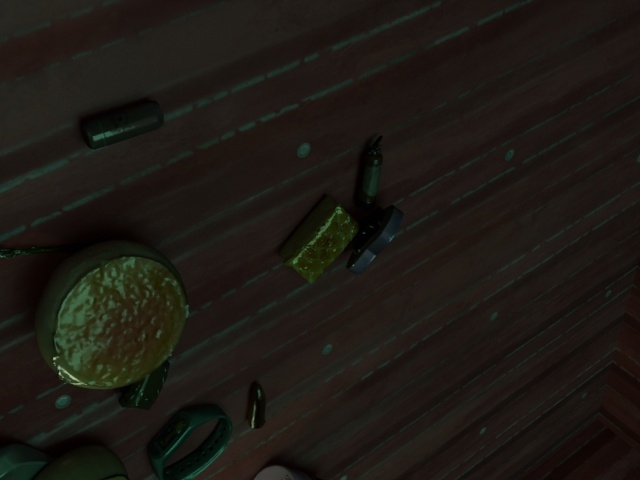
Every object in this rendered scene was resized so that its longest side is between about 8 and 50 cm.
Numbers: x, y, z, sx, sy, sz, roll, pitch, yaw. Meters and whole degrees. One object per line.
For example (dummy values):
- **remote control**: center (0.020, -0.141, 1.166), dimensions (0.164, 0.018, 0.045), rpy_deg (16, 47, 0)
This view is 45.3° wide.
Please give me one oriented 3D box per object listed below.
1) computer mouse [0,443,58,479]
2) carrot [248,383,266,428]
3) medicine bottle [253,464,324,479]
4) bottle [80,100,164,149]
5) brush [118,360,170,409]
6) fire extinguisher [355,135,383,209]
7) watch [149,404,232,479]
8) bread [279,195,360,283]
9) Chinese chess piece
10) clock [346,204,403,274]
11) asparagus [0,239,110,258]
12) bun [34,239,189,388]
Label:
- **computer mouse**: center (-0.646, 0.487, 1.606), dimensions (0.128, 0.079, 0.231), rpy_deg (-45, 157, -8)
- **carrot**: center (-0.163, 0.431, 2.018), dimensions (0.048, 0.048, 0.139), rpy_deg (-17, 129, -33)
- **medicine bottle**: center (-0.068, 0.777, 2.274), dimensions (0.178, 0.178, 0.290), rpy_deg (-48, 140, -1)
- **bottle**: center (-0.347, -0.203, 1.347), dimensions (0.140, 0.053, 0.053), rpy_deg (-25, 134, -26)
- **brush**: center (-0.358, 0.238, 1.680), dimensions (0.084, 0.071, 0.301), rpy_deg (12, 106, -43)
- **fire extinguisher**: center (0.119, -0.160, 1.808), dimensions (0.062, 0.050, 0.177), rpy_deg (-35, 143, -47)
- **watch**: center (-0.330, 0.513, 1.921), dimensions (0.237, 0.068, 0.195), rpy_deg (-49, 143, -6)
- **bread**: center (-0.001, 0.001, 1.809), dimensions (0.188, 0.068, 0.125), rpy_deg (-49, 141, 0)
- **Chinese chess piece**: center (-0.545, 0.569, 1.698), dimensions (0.249, 0.103, 0.250), rpy_deg (-38, 154, -23)
- **clock**: center (0.124, -0.018, 1.867), dimensions (0.064, 0.172, 0.198), rpy_deg (34, 124, -9)
- **asparagus**: center (-0.496, 0.016, 1.411), dimensions (0.232, 0.023, 0.022), rpy_deg (-4, 79, -40)
- **bun**: center (-0.411, 0.135, 1.469), dimensions (0.298, 0.164, 0.299), rpy_deg (-15, 115, -36)
